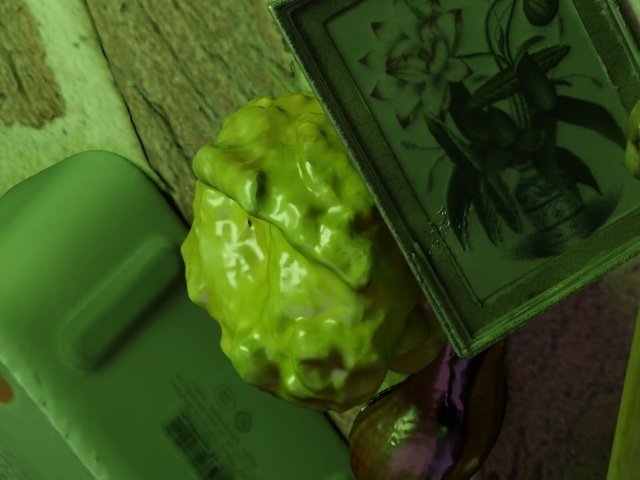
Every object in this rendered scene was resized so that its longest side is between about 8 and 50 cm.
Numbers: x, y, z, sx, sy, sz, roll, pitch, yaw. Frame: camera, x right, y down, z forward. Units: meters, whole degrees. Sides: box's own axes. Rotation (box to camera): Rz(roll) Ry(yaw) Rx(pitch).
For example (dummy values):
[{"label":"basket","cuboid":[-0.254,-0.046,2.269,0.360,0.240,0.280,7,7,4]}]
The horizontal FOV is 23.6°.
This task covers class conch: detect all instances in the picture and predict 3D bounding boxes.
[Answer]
[{"label":"conch","cuboid":[0.072,0.128,1.032,0.086,0.080,0.233,35,135,-5]}]

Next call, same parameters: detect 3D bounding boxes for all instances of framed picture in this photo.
[{"label":"framed picture","cuboid":[0.097,-0.069,0.828,0.231,0.173,0.010,59,178,-19]}]

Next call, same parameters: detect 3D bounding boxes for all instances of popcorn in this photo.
[{"label":"popcorn","cuboid":[0.003,0.001,0.925,0.197,0.155,0.197,23,121,44]}]

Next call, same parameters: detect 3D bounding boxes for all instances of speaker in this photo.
[{"label":"speaker","cuboid":[-0.127,0.155,1.111,0.183,0.184,0.406,-21,111,43]}]

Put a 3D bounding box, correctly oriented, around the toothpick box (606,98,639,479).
[{"label":"toothpick box","cuboid":[0.246,0.048,0.775,0.187,0.190,0.308,18,131,19]}]
